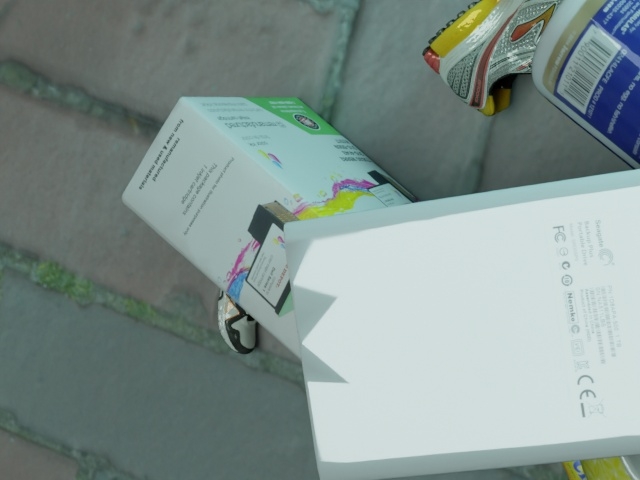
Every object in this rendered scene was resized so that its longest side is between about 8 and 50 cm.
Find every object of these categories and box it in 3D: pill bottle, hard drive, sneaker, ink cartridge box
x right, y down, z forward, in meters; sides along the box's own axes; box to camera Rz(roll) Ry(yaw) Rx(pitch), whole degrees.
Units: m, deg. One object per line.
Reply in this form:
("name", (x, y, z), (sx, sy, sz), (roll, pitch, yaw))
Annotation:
("pill bottle", (0.307, -0.101, 1.546), (0.265, 0.153, 0.153), (42, 115, 20))
("hard drive", (0.137, 0.068, 1.519), (0.319, 0.040, 0.210), (-8, 90, 22))
("sneaker", (0.192, -0.189, 1.656), (0.225, 0.088, 0.092), (-41, 82, 36))
("sneaker", (-0.072, 0.053, 1.864), (0.044, 0.040, 0.109), (-4, 94, 30))
("ink cartridge box", (0.000, 0.000, 1.717), (0.278, 0.201, 0.117), (41, 111, 21))

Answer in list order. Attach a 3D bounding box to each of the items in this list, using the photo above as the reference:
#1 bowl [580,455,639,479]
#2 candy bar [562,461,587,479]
("bowl", (0.313, 0.141, 1.563), (0.290, 0.156, 0.289), (3, 95, 29))
("candy bar", (0.206, 0.154, 1.718), (0.040, 0.018, 0.161), (-29, 81, 31))
